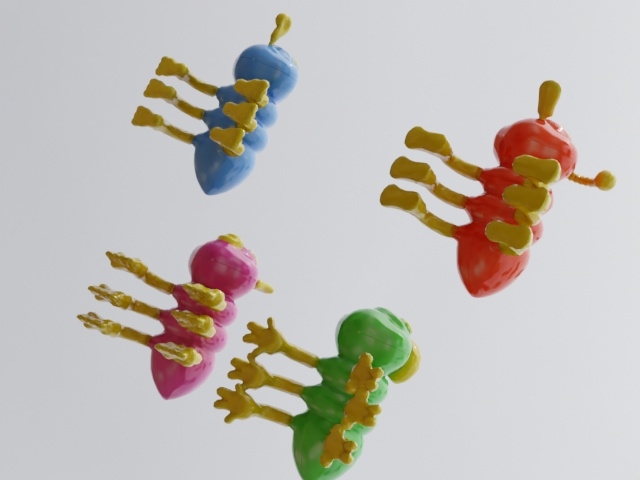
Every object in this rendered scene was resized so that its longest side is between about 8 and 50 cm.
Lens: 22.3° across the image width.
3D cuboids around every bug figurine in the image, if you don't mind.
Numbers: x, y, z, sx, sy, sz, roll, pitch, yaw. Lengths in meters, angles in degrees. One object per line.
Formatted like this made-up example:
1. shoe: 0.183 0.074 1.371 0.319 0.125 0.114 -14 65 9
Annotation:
1. bug figurine: 0.000 0.000 0.802 0.279 0.072 0.216 22 -99 43
